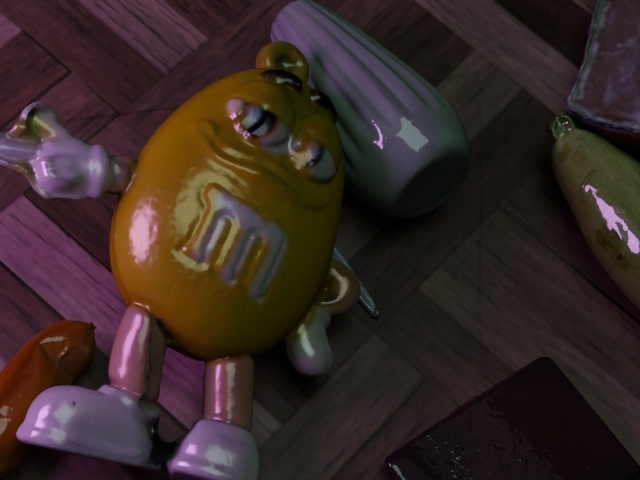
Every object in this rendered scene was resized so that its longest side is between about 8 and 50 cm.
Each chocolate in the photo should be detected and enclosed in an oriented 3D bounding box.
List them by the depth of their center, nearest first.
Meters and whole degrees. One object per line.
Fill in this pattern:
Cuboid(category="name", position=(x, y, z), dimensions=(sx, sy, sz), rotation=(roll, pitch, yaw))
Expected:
Cuboid(category="chocolate", position=(0.353, -0.185, 1.832), dimensions=(0.157, 0.080, 0.254), rotation=(13, 57, 12))

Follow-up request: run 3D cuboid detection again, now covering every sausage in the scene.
Cuboid(category="sausage", position=(-0.260, 0.137, 1.536), dimensions=(0.062, 0.054, 0.183), rotation=(50, 55, -29))

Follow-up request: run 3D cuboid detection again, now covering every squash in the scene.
Cuboid(category="squash", position=(0.338, 0.018, 1.697), dimensions=(0.118, 0.118, 0.370), rotation=(-35, 73, -26))

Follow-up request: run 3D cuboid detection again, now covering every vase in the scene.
Cuboid(category="vase", position=(0.039, -0.138, 1.716), dimensions=(0.128, 0.128, 0.248), rotation=(-25, 60, -23))

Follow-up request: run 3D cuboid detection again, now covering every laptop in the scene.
Cuboid(category="laptop", position=(0.178, 0.212, 1.610), dimensions=(0.207, 0.026, 0.154), rotation=(-30, 70, -26))

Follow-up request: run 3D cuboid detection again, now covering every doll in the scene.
Cuboid(category="doll", position=(-0.119, 0.027, 1.559), dimensions=(0.348, 0.161, 0.423), rotation=(-6, 81, -31))

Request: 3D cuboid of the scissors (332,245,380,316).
Cuboid(category="scissors", position=(0.000, 0.000, 1.689), dimensions=(0.100, 0.015, 0.189), rotation=(-31, 73, -20))
